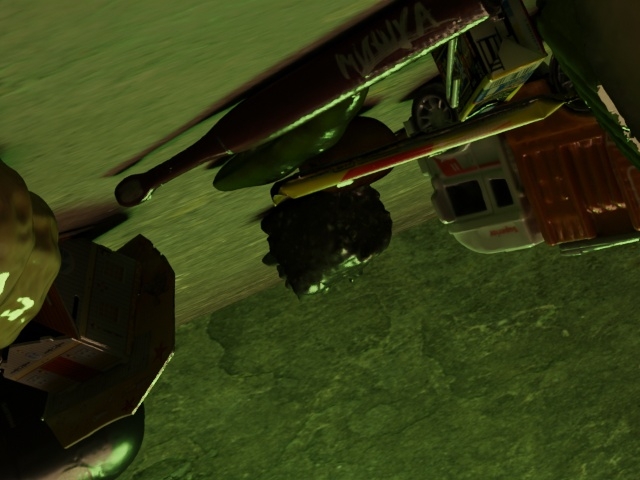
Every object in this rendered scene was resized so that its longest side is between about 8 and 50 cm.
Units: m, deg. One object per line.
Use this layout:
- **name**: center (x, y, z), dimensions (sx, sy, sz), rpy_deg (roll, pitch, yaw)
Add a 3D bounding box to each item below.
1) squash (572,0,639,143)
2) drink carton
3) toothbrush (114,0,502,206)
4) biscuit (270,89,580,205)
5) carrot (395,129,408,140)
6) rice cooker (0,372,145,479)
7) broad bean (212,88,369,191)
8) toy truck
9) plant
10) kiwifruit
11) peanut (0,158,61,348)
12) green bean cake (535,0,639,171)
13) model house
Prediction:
- **squash**: center (0.332, -0.165, 0.680), dimensions (0.384, 0.263, 0.263), rpy_deg (-21, 174, -40)
- **drink carton**: center (0.128, -0.147, 1.039), dimensions (0.056, 0.071, 0.165), rpy_deg (-20, 175, -4)
- **toothbrush**: center (-0.024, -0.102, 0.970), dimensions (0.364, 0.041, 0.041), rpy_deg (-27, 175, 31)
- **biscuit**: center (0.088, -0.086, 1.154), dimensions (0.292, 0.026, 0.048), rpy_deg (-17, -167, 16)
- **carrot**: center (0.126, -0.127, 1.512), dimensions (0.165, 0.035, 0.036), rpy_deg (-24, 176, 25)
- **rice cooker**: center (-0.344, 0.201, 1.552), dimensions (0.224, 0.267, 0.267), rpy_deg (-25, 176, -26)
- **broad bean**: center (-0.016, -0.092, 1.119), dimensions (0.060, 0.043, 0.297), rpy_deg (-7, 166, -32)
- **toy truck**: center (0.270, -0.094, 1.235), dimensions (0.173, 0.207, 0.387), rpy_deg (-21, -175, -39)
- **plant**: center (0.000, 0.000, 1.730), dimensions (0.132, 0.129, 0.194), rpy_deg (-18, 169, -36)
- **kiwifruit**: center (0.027, -0.084, 1.255), dimensions (0.075, 0.075, 0.124), rpy_deg (-28, 177, 39)
- **peanut**: center (-0.220, 0.009, 0.807), dimensions (0.125, 0.111, 0.274), rpy_deg (-28, 177, -14)
- **green bean cake**: center (0.283, -0.148, 0.942), dimensions (0.200, 0.113, 0.214), rpy_deg (-37, 133, 10)
- **model house**: center (-0.249, 0.068, 1.235), dimensions (0.136, 0.207, 0.219), rpy_deg (26, 143, -33)
